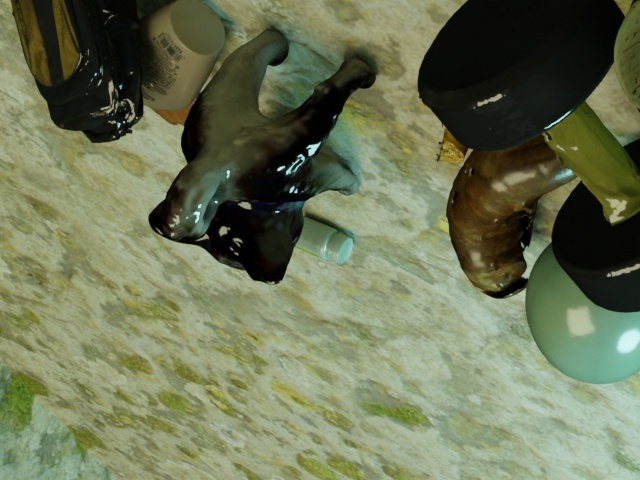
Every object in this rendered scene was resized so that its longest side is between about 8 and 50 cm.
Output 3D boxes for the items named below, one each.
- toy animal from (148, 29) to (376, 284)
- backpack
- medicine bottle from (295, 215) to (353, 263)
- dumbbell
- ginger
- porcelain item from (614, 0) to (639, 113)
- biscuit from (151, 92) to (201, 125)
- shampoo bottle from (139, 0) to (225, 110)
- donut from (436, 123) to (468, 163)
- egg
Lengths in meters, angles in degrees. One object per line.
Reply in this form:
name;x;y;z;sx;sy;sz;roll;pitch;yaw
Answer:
toy animal;-0.090;-0.065;2.051;0.194;0.303;0.344;30;154;17
backpack;-0.293;-0.248;2.102;0.206;0.133;0.258;-15;84;55
medicine bottle;0.000;0.000;2.354;0.083;0.047;0.047;24;153;24
dumbbell;0.263;-0.100;1.665;0.204;0.204;0.322;-1;138;52
ginger;0.213;-0.047;1.943;0.133;0.107;0.309;42;154;17
porcelain item;0.365;-0.125;1.464;0.253;0.253;0.253;28;154;15
biscuit;-0.204;-0.191;2.298;0.130;0.019;0.102;15;148;38
shampoo bottle;-0.199;-0.230;2.149;0.127;0.078;0.257;47;152;-7
donut;0.155;-0.127;1.915;0.038;0.083;0.067;12;-177;9
egg;0.322;0.076;1.948;0.168;0.168;0.231;24;156;22
